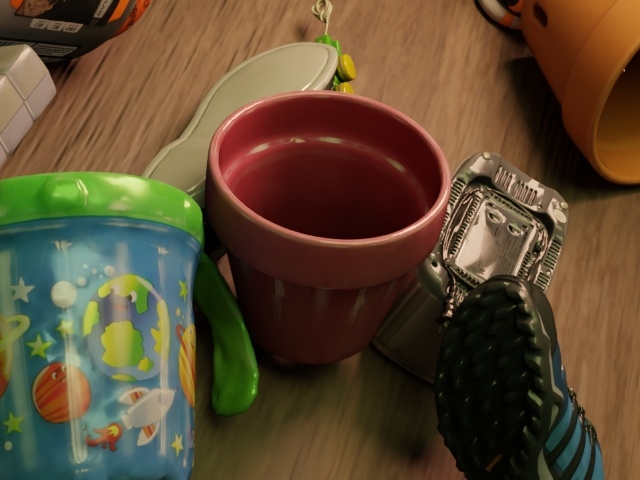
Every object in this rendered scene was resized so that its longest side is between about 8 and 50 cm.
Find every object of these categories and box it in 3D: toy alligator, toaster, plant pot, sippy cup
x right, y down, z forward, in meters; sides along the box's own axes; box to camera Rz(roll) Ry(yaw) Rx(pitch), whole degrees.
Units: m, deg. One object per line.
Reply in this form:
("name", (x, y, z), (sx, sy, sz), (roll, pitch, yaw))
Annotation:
("toy alligator", (0.012, -0.174, 1.302), (0.051, 0.056, 0.190), (50, 32, -47))
("toaster", (0.134, 0.037, 1.154), (0.129, 0.146, 0.227), (31, 50, -3))
("plant pot", (0.000, 0.000, 1.053), (0.201, 0.180, 0.201), (4, 43, -3))
("plant pot", (0.365, -0.237, 1.384), (0.290, 0.291, 0.203), (-10, 47, -31))
("sippy cup", (-0.191, 0.094, 0.925), (0.305, 0.240, 0.224), (-6, 72, -11))

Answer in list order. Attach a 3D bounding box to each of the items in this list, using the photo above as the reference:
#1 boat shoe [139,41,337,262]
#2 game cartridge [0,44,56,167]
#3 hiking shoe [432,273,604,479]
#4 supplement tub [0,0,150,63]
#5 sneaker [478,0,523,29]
("boat shoe", (-0.071, -0.088, 1.180), (0.114, 0.091, 0.302), (12, 43, 33))
("game cartridge", (-0.380, -0.045, 0.881), (0.355, 0.068, 0.230), (0, 40, 29))
("hiking shoe", (0.178, 0.163, 1.058), (0.132, 0.113, 0.304), (-29, 118, -48))
("supplement tub", (-0.282, -0.256, 1.039), (0.207, 0.207, 0.338), (46, 18, 9))
("sneaker", (0.243, -0.430, 1.496), (0.124, 0.180, 0.321), (-4, 60, -28))
